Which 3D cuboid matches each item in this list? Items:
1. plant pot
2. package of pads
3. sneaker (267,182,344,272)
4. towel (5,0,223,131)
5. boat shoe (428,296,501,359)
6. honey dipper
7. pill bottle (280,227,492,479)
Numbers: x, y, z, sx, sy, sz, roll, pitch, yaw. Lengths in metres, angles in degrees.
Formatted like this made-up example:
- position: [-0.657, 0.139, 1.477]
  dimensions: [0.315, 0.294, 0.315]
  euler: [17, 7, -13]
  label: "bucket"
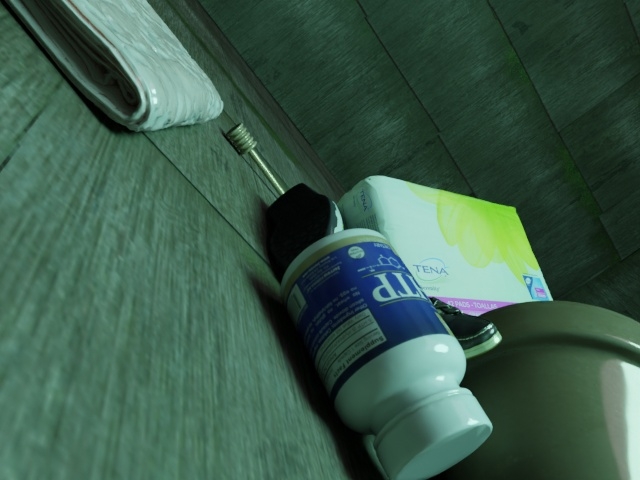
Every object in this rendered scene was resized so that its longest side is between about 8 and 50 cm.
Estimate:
- position: [0.208, 0.218, 0.490]
  dimensions: [0.263, 0.263, 0.229]
  euler: [52, 25, -13]
  label: "plant pot"
- position: [0.169, 0.043, 0.754]
  dimensions: [0.297, 0.101, 0.229]
  euler: [8, 56, -34]
  label: "package of pads"
- position: [0.000, 0.000, 0.671]
  dimensions: [0.097, 0.084, 0.234]
  euler: [52, 8, -19]
  label: "sneaker"
- position: [-0.220, -0.241, 0.547]
  dimensions: [0.317, 0.053, 0.332]
  euler: [52, 9, -10]
  label: "towel"
- position: [0.099, 0.077, 0.537]
  dimensions: [0.152, 0.056, 0.049]
  euler: [-9, -76, 59]
  label: "boat shoe"
- position: [-0.078, -0.101, 0.855]
  dimensions: [0.160, 0.030, 0.030]
  euler: [52, 8, -23]
  label: "honey dipper"
- position: [0.050, 0.090, 0.469]
  dimensions: [0.112, 0.112, 0.186]
  euler: [44, 13, -53]
  label: "pill bottle"
